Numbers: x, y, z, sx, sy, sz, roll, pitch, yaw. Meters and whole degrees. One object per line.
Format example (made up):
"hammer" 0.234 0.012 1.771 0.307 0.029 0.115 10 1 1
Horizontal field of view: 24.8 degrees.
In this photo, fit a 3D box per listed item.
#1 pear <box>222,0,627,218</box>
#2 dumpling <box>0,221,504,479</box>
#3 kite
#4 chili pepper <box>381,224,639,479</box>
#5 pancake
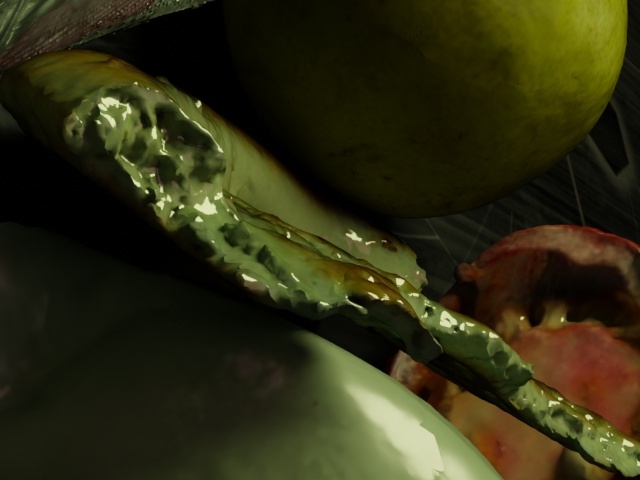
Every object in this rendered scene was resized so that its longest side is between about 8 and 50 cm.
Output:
"pear" 0.062 -0.140 0.891 0.307 0.252 0.253 93 -14 -72
"dumpling" -0.032 0.173 0.565 0.270 0.320 0.212 -62 163 -3
"kite" -0.001 -0.163 0.691 0.204 0.360 0.022 -86 156 -57
"chili pepper" 0.184 0.142 0.989 0.305 0.229 0.251 36 38 -61
"pancake" -0.004 -0.002 0.681 0.067 0.305 0.427 -59 147 -1
